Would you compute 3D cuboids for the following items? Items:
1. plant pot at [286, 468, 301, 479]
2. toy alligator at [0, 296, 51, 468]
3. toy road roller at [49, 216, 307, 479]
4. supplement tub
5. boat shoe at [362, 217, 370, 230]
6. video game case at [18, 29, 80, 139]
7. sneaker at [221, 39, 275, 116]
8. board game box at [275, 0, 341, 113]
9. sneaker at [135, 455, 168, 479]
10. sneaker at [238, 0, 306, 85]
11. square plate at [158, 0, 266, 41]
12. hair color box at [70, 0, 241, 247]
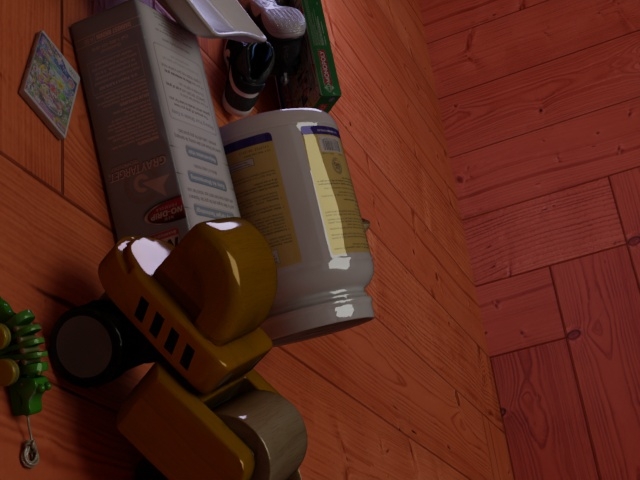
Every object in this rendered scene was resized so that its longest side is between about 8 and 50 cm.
[{"bbox_3d":[-0.067,0.337,1.501,0.236,0.032,0.236,168,-90,-74],"label":"plant pot"},{"bbox_3d":[-0.303,0.139,1.125,0.056,0.051,0.190,-1,75,-71],"label":"toy alligator"},{"bbox_3d":[-0.122,0.122,1.250,0.329,0.240,0.202,45,16,9],"label":"toy road roller"},{"bbox_3d":[-0.053,-0.015,1.688,0.241,0.241,0.331,11,64,-70],"label":"supplement tub"},{"bbox_3d":[0.000,0.000,2.070,0.341,0.121,0.110,-19,129,-69],"label":"boat shoe"},{"bbox_3d":[-0.342,-0.198,1.378,0.122,0.011,0.087,-90,155,-43],"label":"video game case"},{"bbox_3d":[-0.119,-0.332,1.946,0.079,0.121,0.217,17,48,-21],"label":"sneaker"},{"bbox_3d":[-0.041,-0.379,2.162,0.213,0.046,0.317,132,-50,-61],"label":"board game box"},{"bbox_3d":[-0.116,0.375,1.361,0.178,0.123,0.296,-22,94,-62],"label":"sneaker"},{"bbox_3d":[-0.106,-0.402,2.120,0.269,0.101,0.153,-122,-147,-53],"label":"sneaker"},{"bbox_3d":[-0.238,-0.430,1.658,0.344,0.049,0.347,50,13,-1],"label":"square plate"},{"bbox_3d":[-0.218,-0.124,1.512,0.185,0.113,0.375,13,60,-69],"label":"hair color box"}]
